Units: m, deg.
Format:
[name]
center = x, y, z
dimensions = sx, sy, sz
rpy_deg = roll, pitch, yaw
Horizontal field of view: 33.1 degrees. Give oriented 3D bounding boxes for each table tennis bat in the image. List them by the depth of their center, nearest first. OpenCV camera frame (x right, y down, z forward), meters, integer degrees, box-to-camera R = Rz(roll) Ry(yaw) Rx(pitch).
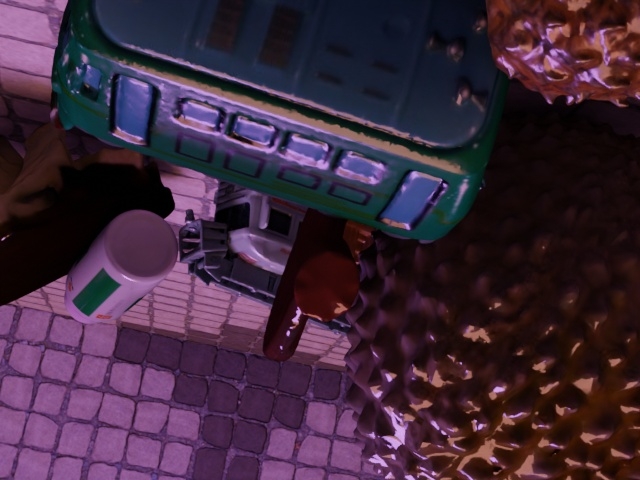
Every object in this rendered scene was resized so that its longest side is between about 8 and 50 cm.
[table tennis bat]
center = 0.000, 0.000, 1.026
dimensions = 0.051, 0.268, 0.415
rpy_deg = 22, -172, -5

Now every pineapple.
[pineapple]
center = 0.258, -0.157, 0.632
dimensions = 0.309, 0.141, 0.170
rpy_deg = 5, 120, 29

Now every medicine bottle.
[medicine bottle]
center = -0.259, 0.043, 1.346
dimensions = 0.095, 0.095, 0.260
rpy_deg = 17, 155, -22

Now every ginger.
[ginger]
center = -0.406, -0.056, 1.317
dimensions = 0.413, 0.211, 0.358
rpy_deg = -25, 174, -9

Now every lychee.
[lychee]
center = 0.204, 0.080, 1.016
dimensions = 0.380, 0.432, 0.380
rpy_deg = 23, 132, 28

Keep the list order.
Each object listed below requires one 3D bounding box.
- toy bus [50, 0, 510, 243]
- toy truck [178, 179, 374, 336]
[toy bus]
center = -0.025, -0.134, 0.791
dimensions = 0.343, 0.184, 0.199
rpy_deg = 16, 165, -5
[toy truck]
center = -0.006, 0.010, 1.313
dimensions = 0.338, 0.185, 0.133
rpy_deg = 20, 162, -29
